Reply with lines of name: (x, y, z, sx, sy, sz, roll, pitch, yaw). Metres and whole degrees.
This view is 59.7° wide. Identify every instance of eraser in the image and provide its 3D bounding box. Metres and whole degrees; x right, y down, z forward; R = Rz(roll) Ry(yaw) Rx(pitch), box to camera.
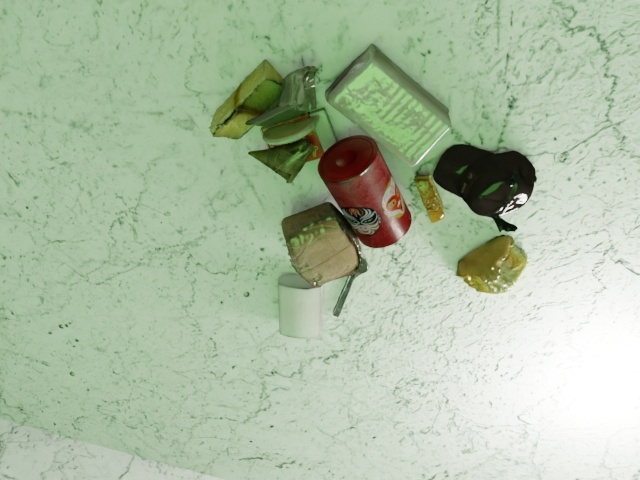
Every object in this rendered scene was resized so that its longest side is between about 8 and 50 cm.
eraser: (-0.065, -0.335, 1.851, 0.230, 0.038, 0.157, -14, 121, 16)
eraser: (-0.080, 0.267, 2.230, 0.174, 0.094, 0.270, 4, 124, 4)

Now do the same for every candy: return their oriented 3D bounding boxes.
candy: (0.211, -0.407, 1.706, 0.359, 0.145, 0.208, 35, 121, -18)

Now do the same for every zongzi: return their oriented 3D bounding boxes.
zongzi: (-0.125, -0.295, 1.824, 0.176, 0.078, 0.160, 35, 116, -6)

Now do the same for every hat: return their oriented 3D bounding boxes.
hat: (-0.118, -0.437, 1.696, 0.245, 0.214, 0.149, -7, 98, 9)
hat: (0.535, -0.165, 1.798, 0.336, 0.209, 0.238, 13, 128, 0)

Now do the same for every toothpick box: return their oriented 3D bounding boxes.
toothpick box: (0.150, -0.152, 1.807, 0.204, 0.204, 0.333, -17, 135, 17)

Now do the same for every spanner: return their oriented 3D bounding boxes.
spanner: (0.109, 0.186, 2.197, 0.093, 0.026, 0.325, 16, 126, -5)

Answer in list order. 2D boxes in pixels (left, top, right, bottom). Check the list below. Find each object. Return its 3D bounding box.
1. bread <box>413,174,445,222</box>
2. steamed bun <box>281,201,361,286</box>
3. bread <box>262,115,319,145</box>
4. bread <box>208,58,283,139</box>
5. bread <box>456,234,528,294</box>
bread: (0.368, -0.152, 1.888, 0.065, 0.103, 0.187, -21, 118, 20)
steamed bun: (0.000, 0.000, 1.988, 0.252, 0.199, 0.301, -25, 128, 2)
bread: (-0.098, -0.334, 1.765, 0.193, 0.112, 0.036, -13, 124, 16)
bread: (-0.229, -0.436, 1.758, 0.266, 0.141, 0.178, -36, 155, 23)
bread: (0.624, 0.115, 2.022, 0.252, 0.133, 0.174, -37, 115, 26)
